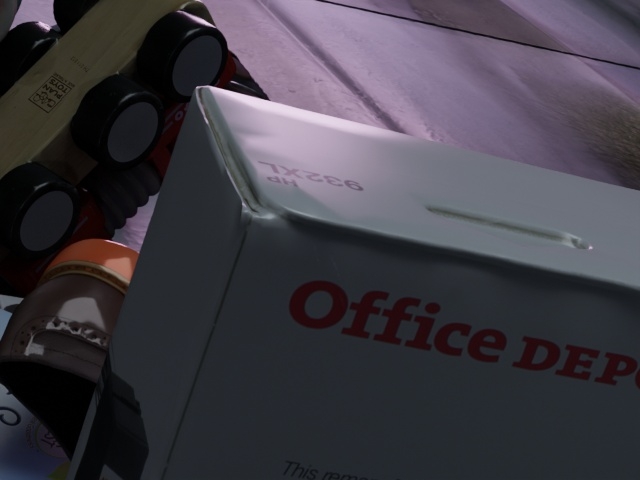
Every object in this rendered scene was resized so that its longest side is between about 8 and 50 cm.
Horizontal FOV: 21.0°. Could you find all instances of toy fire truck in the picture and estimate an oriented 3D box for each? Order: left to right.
[{"bbox_3d":[-0.154,-0.048,1.208,0.158,0.217,0.246,32,-17,32],"label":"toy fire truck"}]

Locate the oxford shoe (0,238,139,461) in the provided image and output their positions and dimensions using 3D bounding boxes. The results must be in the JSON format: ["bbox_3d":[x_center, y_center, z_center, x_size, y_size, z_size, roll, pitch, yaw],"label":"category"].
[{"bbox_3d":[-0.057,0.128,0.859,0.271,0.097,0.098,45,39,-9],"label":"oxford shoe"}]

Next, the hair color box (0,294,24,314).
[{"bbox_3d":[-0.130,0.077,1.057,0.141,0.043,0.072,10,23,-22],"label":"hair color box"}]

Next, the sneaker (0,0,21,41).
[{"bbox_3d":[-0.339,-0.134,1.143,0.302,0.108,0.121,-12,14,1],"label":"sneaker"}]

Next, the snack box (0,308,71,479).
[{"bbox_3d":[-0.195,0.103,0.898,0.175,0.070,0.207,23,22,5],"label":"snack box"}]

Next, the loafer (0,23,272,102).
[{"bbox_3d":[-0.144,-0.123,1.463,0.095,0.109,0.302,36,23,27],"label":"loafer"}]

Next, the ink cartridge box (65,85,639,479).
[{"bbox_3d":[0.015,0.116,0.718,0.223,0.307,0.129,12,22,-20],"label":"ink cartridge box"}]
